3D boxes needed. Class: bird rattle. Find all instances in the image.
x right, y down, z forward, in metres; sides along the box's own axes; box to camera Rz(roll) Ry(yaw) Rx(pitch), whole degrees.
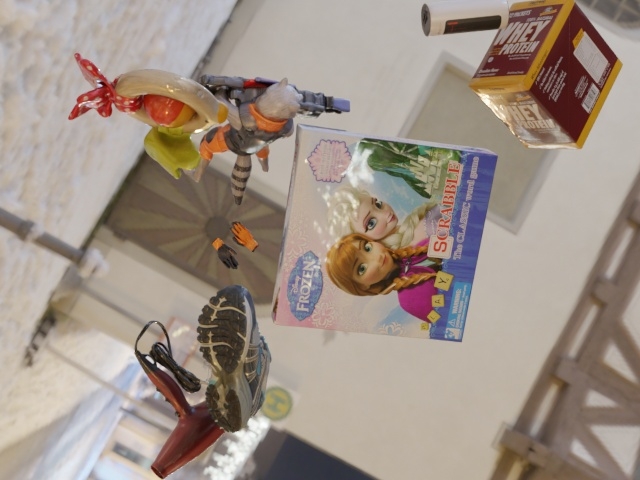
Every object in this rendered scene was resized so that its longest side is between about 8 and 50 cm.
[{"bbox_3d":[-0.262,-0.225,1.414,0.206,0.253,0.143,-9,-125,40],"label":"bird rattle"}]

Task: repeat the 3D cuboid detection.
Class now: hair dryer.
[{"bbox_3d":[-0.276,0.317,1.741,0.080,0.223,0.294,-28,-128,60],"label":"hair dryer"}]

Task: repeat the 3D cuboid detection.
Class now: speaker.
[{"bbox_3d":[0.234,-0.366,1.456,0.055,0.136,0.055,172,-90,-80],"label":"speaker"}]

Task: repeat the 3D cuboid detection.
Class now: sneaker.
[{"bbox_3d":[-0.147,0.201,1.622,0.122,0.110,0.283,-29,130,-51],"label":"sneaker"}]

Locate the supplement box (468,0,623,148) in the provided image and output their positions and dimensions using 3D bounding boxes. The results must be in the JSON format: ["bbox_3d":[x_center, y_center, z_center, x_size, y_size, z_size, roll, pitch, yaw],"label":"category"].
[{"bbox_3d":[0.402,-0.294,1.587,0.129,0.194,0.191,10,-114,54],"label":"supplement box"}]

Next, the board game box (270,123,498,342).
[{"bbox_3d":[0.098,-0.007,1.428,0.066,0.317,0.319,-121,-142,-74],"label":"board game box"}]

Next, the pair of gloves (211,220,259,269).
[{"bbox_3d":[-0.163,0.009,1.692,0.083,0.074,0.010,-45,163,16],"label":"pair of gloves"}]

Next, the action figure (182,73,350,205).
[{"bbox_3d":[-0.102,-0.219,1.842,0.330,0.341,0.179,132,-45,-58],"label":"action figure"}]
